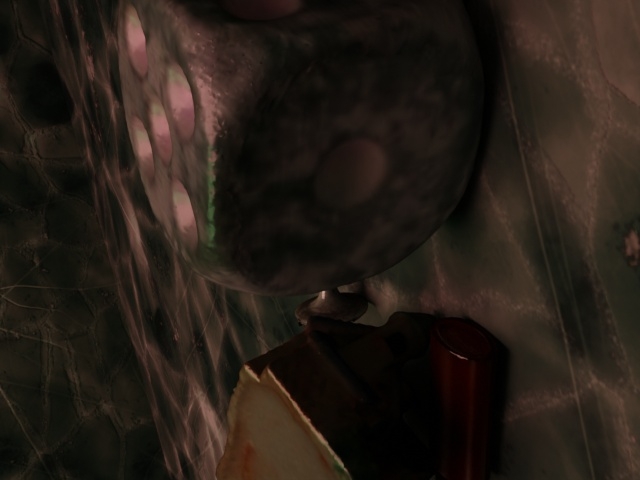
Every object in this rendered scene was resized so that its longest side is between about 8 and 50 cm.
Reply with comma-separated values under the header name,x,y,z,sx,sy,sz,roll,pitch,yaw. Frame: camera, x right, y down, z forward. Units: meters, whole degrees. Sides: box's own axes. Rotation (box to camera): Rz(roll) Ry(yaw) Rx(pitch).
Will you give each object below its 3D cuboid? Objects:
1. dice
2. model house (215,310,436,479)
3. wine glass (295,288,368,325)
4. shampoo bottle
name,x,y,z,sx,sy,sz,roll,pitch,yaw
dice,-0.036,-0.163,1.022,0.348,0.328,0.330,50,146,44
model house,0.046,0.250,1.174,0.245,0.280,0.312,47,139,26
wine glass,0.000,0.000,1.301,0.126,0.127,0.241,29,132,59
shampoo bottle,0.177,0.231,1.111,0.102,0.064,0.260,39,138,53
